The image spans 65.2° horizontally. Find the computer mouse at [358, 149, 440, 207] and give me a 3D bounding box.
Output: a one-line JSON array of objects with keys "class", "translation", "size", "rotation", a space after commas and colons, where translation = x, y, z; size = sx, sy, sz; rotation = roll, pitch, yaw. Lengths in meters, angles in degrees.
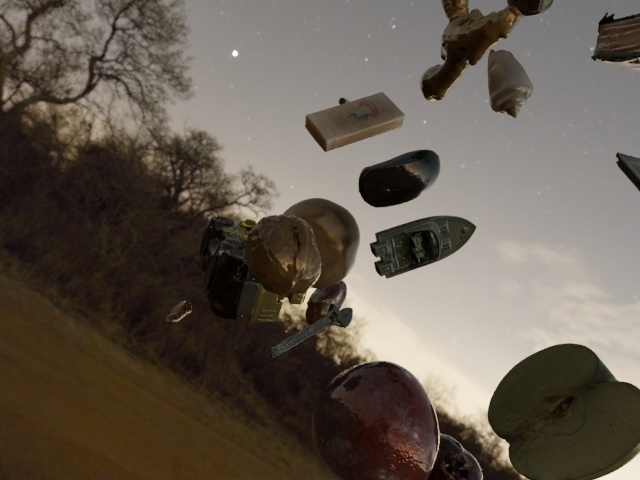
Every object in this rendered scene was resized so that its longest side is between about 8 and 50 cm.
[{"class": "computer mouse", "translation": [0.245, -0.179, 1.479], "size": [0.086, 0.269, 0.138], "rotation": [-121, -168, -55]}]

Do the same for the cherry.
[{"class": "cherry", "translation": [0.099, 0.349, 0.965], "size": [0.212, 0.236, 0.285], "rotation": [34, 8, -26]}]

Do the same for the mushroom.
[{"class": "mushroom", "translation": [0.000, 0.000, 1.653], "size": [0.292, 0.293, 0.290], "rotation": [34, 12, 8]}]

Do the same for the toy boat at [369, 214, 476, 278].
[{"class": "toy boat", "translation": [0.303, 0.006, 1.449], "size": [0.092, 0.319, 0.141], "rotation": [-122, -165, -66]}]

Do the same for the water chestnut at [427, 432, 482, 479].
[{"class": "water chestnut", "translation": [0.431, 0.831, 1.778], "size": [0.289, 0.244, 0.289], "rotation": [40, -15, 13]}]

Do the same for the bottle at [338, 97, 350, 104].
[{"class": "bottle", "translation": [0.099, -0.559, 2.027], "size": [0.030, 0.030, 0.083], "rotation": [34, 17, 11]}]

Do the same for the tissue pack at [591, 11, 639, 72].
[{"class": "tissue pack", "translation": [0.879, -0.461, 1.195], "size": [0.361, 0.122, 0.259], "rotation": [2, 11, -29]}]

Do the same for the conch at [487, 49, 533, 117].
[{"class": "conch", "translation": [0.461, -0.386, 1.237], "size": [0.104, 0.176, 0.094], "rotation": [-21, -25, 27]}]

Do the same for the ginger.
[{"class": "ginger", "translation": [0.395, -0.542, 1.430], "size": [0.122, 0.363, 0.348], "rotation": [8, 31, -17]}]

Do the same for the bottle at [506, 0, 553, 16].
[{"class": "bottle", "translation": [0.622, -0.790, 1.420], "size": [0.156, 0.143, 0.271], "rotation": [55, -8, 27]}]

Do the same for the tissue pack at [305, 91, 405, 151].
[{"class": "tissue pack", "translation": [0.124, -0.434, 1.818], "size": [0.170, 0.325, 0.071], "rotation": [58, -20, 32]}]

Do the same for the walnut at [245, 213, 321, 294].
[{"class": "walnut", "translation": [-0.074, 0.032, 1.029], "size": [0.155, 0.155, 0.184], "rotation": [48, 18, -43]}]

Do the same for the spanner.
[{"class": "spanner", "translation": [-0.023, 0.274, 1.528], "size": [0.026, 0.325, 0.093], "rotation": [-9, -78, 56]}]

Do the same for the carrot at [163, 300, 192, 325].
[{"class": "carrot", "translation": [-0.294, 0.150, 1.035], "size": [0.035, 0.036, 0.165], "rotation": [37, -1, -3]}]

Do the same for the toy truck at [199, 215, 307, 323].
[{"class": "toy truck", "translation": [-0.201, 0.075, 1.398], "size": [0.253, 0.181, 0.405], "rotation": [11, 17, -24]}]

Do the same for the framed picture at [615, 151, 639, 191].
[{"class": "framed picture", "translation": [0.533, -0.028, 0.703], "size": [0.274, 0.017, 0.217], "rotation": [2, 53, -38]}]

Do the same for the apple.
[{"class": "apple", "translation": [0.635, 0.459, 1.319], "size": [0.312, 0.360, 0.320], "rotation": [54, 5, 19]}]

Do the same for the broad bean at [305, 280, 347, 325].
[{"class": "broad bean", "translation": [0.023, 0.234, 1.898], "size": [0.122, 0.228, 0.156], "rotation": [40, -46, -8]}]
